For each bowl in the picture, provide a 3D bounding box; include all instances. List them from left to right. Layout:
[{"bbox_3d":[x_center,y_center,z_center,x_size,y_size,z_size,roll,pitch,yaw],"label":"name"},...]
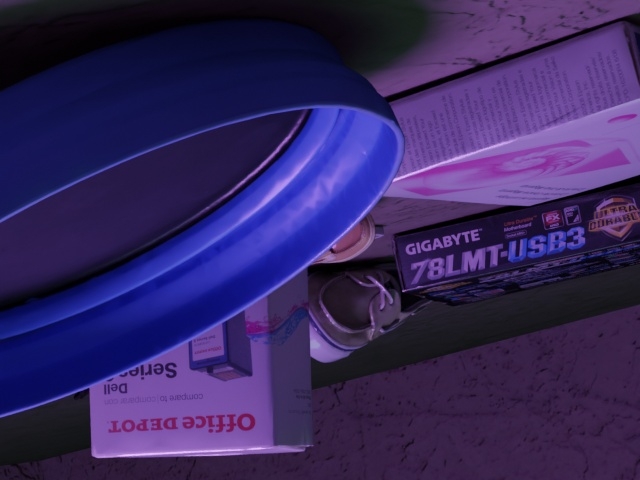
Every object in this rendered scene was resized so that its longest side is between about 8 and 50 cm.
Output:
[{"bbox_3d":[-0.136,-0.006,1.211,0.391,0.077,0.391,-25,164,-8],"label":"bowl"}]

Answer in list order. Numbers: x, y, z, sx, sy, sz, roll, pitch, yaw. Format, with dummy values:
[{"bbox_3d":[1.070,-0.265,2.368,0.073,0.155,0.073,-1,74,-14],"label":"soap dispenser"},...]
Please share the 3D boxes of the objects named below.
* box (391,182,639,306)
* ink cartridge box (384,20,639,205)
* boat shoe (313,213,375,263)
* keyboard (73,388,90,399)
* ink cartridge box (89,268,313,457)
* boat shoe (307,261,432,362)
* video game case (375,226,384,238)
[{"bbox_3d":[0.253,0.007,2.217,0.295,0.073,0.293,-14,171,14],"label":"box"},{"bbox_3d":[0.157,-0.076,1.532,0.330,0.071,0.324,-18,170,29],"label":"ink cartridge box"},{"bbox_3d":[-0.008,0.002,1.878,0.135,0.050,0.045,-19,175,39],"label":"boat shoe"},{"bbox_3d":[-0.326,0.140,2.248,0.201,0.033,0.317,20,160,-22],"label":"keyboard"},{"bbox_3d":[-0.093,0.059,1.500,0.154,0.212,0.093,-4,175,20],"label":"ink cartridge box"},{"bbox_3d":[0.046,0.067,2.300,0.094,0.109,0.302,-32,174,22],"label":"boat shoe"},{"bbox_3d":[0.000,0.000,2.010,0.087,0.011,0.122,-16,171,29],"label":"video game case"}]
